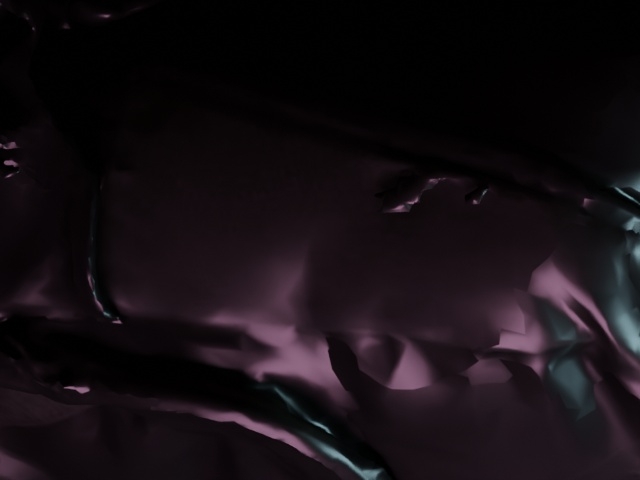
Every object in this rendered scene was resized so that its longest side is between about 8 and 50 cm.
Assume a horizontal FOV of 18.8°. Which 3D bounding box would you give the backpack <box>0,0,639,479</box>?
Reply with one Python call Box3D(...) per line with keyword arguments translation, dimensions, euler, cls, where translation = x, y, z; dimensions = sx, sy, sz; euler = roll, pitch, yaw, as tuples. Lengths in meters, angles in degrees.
Box3D(translation=(0.000, 0.000, 0.776), dimensions=(0.445, 0.255, 0.363), euler=(5, 160, 21), cls="backpack")
